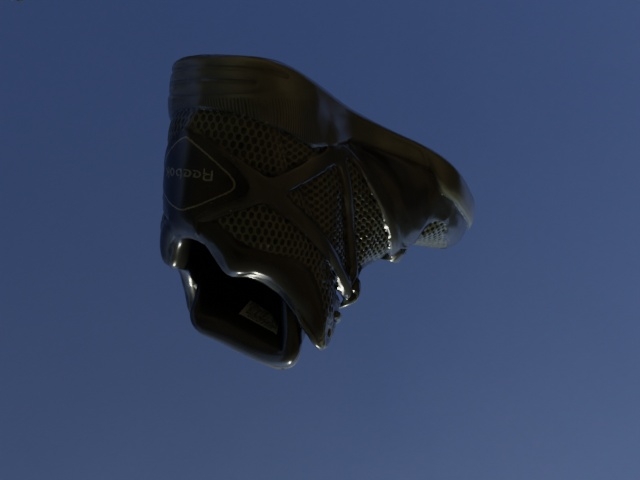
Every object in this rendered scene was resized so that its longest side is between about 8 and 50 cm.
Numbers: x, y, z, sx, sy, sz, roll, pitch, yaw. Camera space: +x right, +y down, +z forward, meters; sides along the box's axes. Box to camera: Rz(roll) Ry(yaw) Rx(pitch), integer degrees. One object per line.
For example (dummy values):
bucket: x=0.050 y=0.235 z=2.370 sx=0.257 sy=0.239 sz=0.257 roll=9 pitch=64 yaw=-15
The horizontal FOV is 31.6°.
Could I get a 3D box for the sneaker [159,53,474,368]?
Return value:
sneaker: x=0.000 y=0.000 z=0.568 sx=0.227 sy=0.087 sz=0.130 roll=18 pitch=-99 yaw=-57
